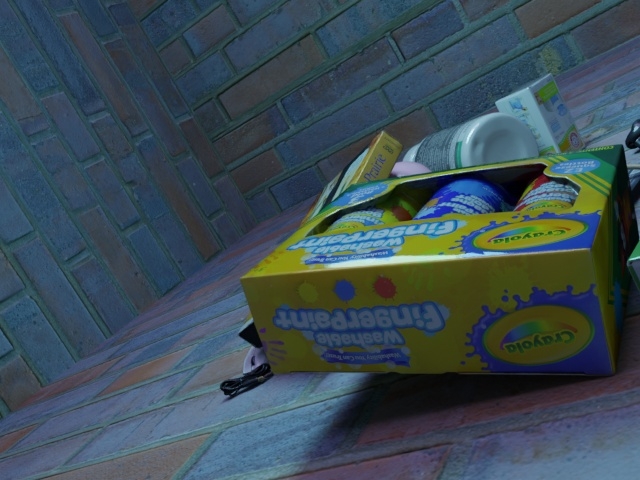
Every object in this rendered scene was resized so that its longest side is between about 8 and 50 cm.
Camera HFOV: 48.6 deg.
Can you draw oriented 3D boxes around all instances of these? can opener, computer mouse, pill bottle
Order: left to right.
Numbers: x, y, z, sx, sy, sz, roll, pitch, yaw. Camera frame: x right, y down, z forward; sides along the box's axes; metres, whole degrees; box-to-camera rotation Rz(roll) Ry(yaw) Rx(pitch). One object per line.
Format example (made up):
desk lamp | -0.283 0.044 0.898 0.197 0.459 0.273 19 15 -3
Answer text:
computer mouse | -0.133 0.245 1.451 0.106 0.042 0.193 -28 9 17
pill bottle | 0.354 -0.187 1.762 0.204 0.204 0.361 -33 10 -18
can opener | 0.704 -0.236 1.444 0.186 0.073 0.059 -29 -30 -11

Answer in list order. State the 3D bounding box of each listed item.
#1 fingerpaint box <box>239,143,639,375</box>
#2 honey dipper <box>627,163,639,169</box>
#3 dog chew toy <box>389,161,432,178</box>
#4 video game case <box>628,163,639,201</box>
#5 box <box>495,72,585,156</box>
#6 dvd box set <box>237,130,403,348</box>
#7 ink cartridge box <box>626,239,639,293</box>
fingerpaint box | 0.179 0.021 0.979 0.445 0.163 0.371 -6 21 31
honey dipper | 0.541 -0.129 1.230 0.161 0.030 0.030 8 33 39
dog chew toy | 0.137 -0.015 1.558 0.332 0.206 0.206 -45 9 1
video game case | 0.464 -0.064 1.315 0.274 0.026 0.196 -21 13 49
box | 0.530 -0.278 1.703 0.114 0.203 0.103 -34 10 -36
dvd box set | 0.000 0.000 1.438 0.307 0.062 0.420 -41 17 55
ink cartridge box | 0.384 0.026 0.669 0.087 0.153 0.208 -20 14 45
